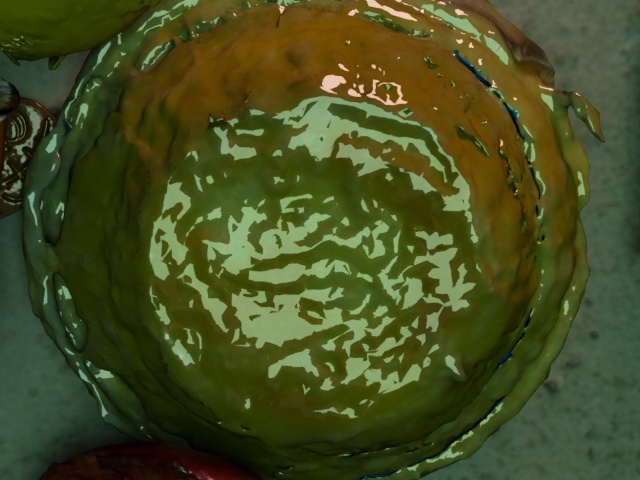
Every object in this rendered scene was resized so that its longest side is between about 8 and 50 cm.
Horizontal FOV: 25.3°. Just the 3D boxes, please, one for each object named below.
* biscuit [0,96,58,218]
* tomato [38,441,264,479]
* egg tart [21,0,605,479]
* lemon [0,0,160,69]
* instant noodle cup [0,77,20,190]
[{"bbox_3d":[-0.214,-0.057,0.938,0.091,0.015,0.078,-41,103,0],"label":"biscuit"},{"bbox_3d":[-0.090,0.228,0.937,0.228,0.101,0.228,10,110,29],"label":"tomato"},{"bbox_3d":[0.000,0.000,0.912,0.388,0.169,0.388,-1,102,-4],"label":"egg tart"},{"bbox_3d":[-0.166,-0.197,0.844,0.173,0.173,0.206,2,120,-9],"label":"lemon"},{"bbox_3d":[-0.290,0.001,0.843,0.230,0.230,0.182,-2,109,-8],"label":"instant noodle cup"}]
